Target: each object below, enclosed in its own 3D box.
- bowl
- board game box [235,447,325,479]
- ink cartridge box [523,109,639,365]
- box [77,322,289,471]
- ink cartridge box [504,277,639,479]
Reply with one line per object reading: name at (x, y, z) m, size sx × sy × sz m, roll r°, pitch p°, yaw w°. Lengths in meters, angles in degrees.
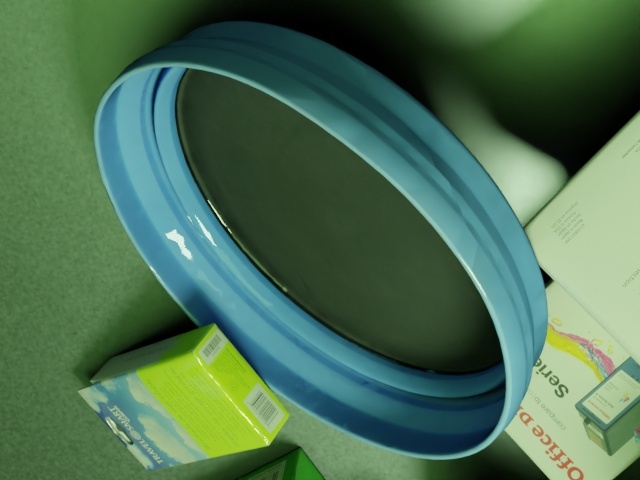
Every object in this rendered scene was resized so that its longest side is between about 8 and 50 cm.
bowl at (0.000, 0.000, 1.325) m, size 0.391 × 0.077 × 0.391 m, roll 30°, pitch 149°, yaw 20°
board game box at (-0.032, 0.374, 1.636) m, size 0.242 × 0.064 × 0.316 m, roll -28°, pitch 110°, yaw 20°
ink cartridge box at (0.345, -0.014, 1.258) m, size 0.309 × 0.130 × 0.272 m, roll -45°, pitch 82°, yaw 6°
box at (-0.120, 0.139, 1.511) m, size 0.178 × 0.042 × 0.109 m, roll -20°, pitch 115°, yaw 48°
ink cartridge box at (0.238, 0.087, 1.417) m, size 0.154 × 0.093 × 0.212 m, roll 48°, pitch 117°, yaw 6°
